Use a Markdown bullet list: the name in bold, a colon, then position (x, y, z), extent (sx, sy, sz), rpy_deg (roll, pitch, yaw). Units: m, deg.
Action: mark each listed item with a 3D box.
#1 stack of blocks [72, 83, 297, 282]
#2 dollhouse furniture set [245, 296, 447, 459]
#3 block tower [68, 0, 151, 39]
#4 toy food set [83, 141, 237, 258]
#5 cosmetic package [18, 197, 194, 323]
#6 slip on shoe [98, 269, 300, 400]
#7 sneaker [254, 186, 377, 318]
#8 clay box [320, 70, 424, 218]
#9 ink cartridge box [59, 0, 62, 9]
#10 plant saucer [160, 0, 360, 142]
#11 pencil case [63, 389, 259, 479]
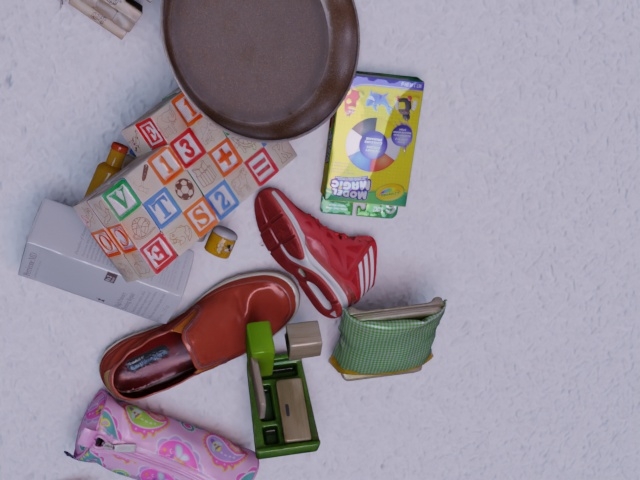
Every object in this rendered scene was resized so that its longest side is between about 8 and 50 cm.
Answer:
- **stack of blocks**: position (-0.192, -0.100, 1.608), extent (0.297, 0.087, 0.171), rpy_deg (-44, 108, -34)
- **dollhouse furniture set**: position (0.045, 0.207, 1.754), extent (0.302, 0.151, 0.197), rpy_deg (-7, 153, -9)
- **block tower**: position (-0.208, -0.432, 1.591), extent (0.097, 0.091, 0.335), rpy_deg (34, 100, -18)
- **toy food set**: position (-0.220, -0.064, 1.694), extent (0.232, 0.111, 0.104), rpy_deg (20, 102, -21)
- **cosmetic package**: position (-0.309, 0.033, 1.693), extent (0.231, 0.117, 0.085), rpy_deg (18, 59, -11)
- **slip on shoe**: position (-0.179, 0.150, 1.774), extent (0.331, 0.101, 0.123), rpy_deg (-25, 108, -2)
- **sneaker**: position (0.000, 0.000, 1.780), extent (0.128, 0.087, 0.221), rpy_deg (-32, 92, -37)
- **clay box**: position (0.074, -0.137, 1.747), extent (0.127, 0.053, 0.222), rpy_deg (4, 106, -10)
- **ink cartridge box**: position (-0.362, -0.376, 1.598), extent (0.029, 0.063, 0.115), rpy_deg (4, 107, -11)
- **plant saucer**: position (-0.086, -0.286, 1.612), extent (0.311, 0.050, 0.310), rpy_deg (1, 88, -33)
- **pencil case**: position (-0.240, 0.332, 1.812), extent (0.284, 0.124, 0.124), rpy_deg (26, 102, -17)
